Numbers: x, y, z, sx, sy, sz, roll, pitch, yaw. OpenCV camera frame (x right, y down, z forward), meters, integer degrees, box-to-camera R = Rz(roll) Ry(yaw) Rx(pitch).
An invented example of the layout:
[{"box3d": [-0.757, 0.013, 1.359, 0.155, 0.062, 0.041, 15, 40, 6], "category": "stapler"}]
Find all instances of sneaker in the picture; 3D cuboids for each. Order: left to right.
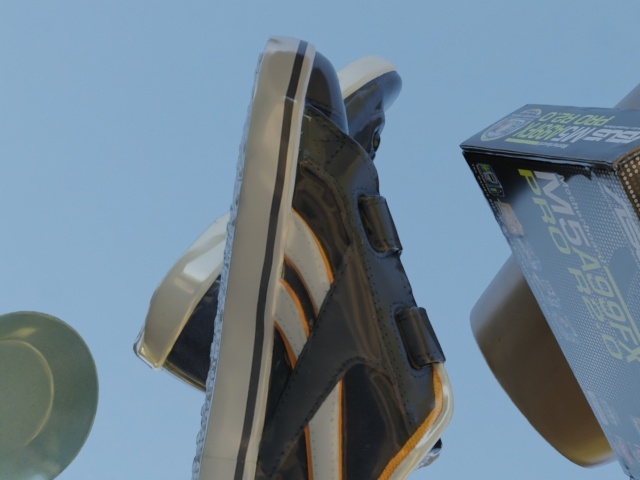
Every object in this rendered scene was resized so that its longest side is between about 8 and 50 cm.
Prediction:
[{"box3d": [0.000, 0.000, 1.301, 0.148, 0.350, 0.131, 33, -31, 4], "category": "sneaker"}, {"box3d": [0.003, 0.052, 0.848, 0.128, 0.321, 0.126, 7, -15, -4], "category": "sneaker"}]

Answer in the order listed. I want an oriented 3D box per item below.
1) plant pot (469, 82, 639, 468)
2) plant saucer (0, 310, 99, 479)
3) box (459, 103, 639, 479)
[{"box3d": [0.300, 0.054, 1.487, 0.280, 0.323, 0.323, -39, -86, 16], "category": "plant pot"}, {"box3d": [-0.313, 0.161, 1.619, 0.037, 0.195, 0.195, 17, -53, 48], "category": "plant saucer"}, {"box3d": [0.205, 0.048, 0.985, 0.270, 0.060, 0.216, 62, -12, -15], "category": "box"}]
